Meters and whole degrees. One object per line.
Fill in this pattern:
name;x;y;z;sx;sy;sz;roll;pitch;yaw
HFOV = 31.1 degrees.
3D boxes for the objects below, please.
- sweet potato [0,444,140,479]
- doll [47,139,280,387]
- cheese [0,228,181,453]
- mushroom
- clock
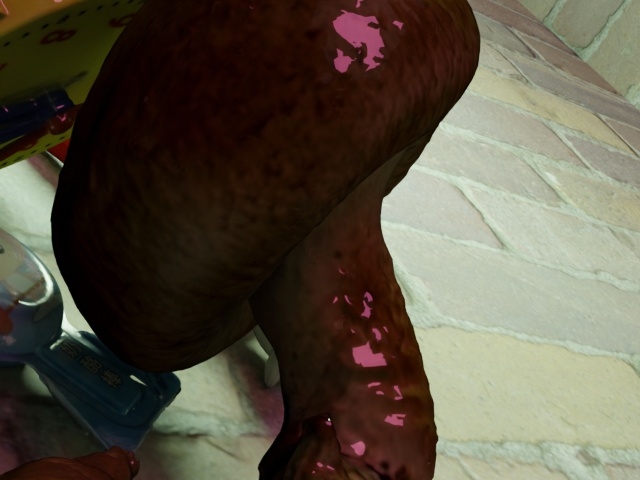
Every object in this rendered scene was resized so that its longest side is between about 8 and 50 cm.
sweet potato;-0.136;0.196;0.464;0.157;0.158;0.370;28;13;-13
doll;-0.098;-0.013;0.987;0.384;0.099;0.188;43;25;28
cheese;-0.206;0.049;0.765;0.244;0.052;0.135;36;23;-1
mushroom;-0.003;-0.016;0.709;0.356;0.331;0.334;37;59;23
clock;-0.203;-0.107;0.815;0.293;0.277;0.071;-26;84;-50
